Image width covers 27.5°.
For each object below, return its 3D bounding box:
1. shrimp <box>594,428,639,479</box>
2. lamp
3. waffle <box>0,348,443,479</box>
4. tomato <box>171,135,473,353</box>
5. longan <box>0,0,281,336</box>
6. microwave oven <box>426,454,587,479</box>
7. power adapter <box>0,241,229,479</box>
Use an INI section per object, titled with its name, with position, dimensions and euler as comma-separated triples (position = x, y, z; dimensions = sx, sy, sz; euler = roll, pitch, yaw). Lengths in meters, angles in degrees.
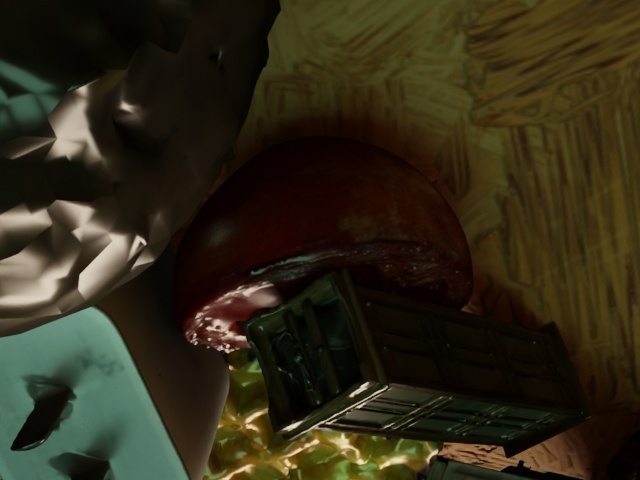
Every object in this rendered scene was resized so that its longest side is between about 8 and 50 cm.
[shrimp]
position = 0.324, 0.214, 1.154
dimensions = 0.148, 0.035, 0.195
euler = 16, 138, -1
[lamp]
position = 0.083, 0.098, 0.961
dimensions = 0.090, 0.089, 0.325
euler = -31, 153, 27
[waffle]
position = -0.090, 0.217, 1.173
dimensions = 0.382, 0.095, 0.379
euler = 16, 124, -8
[tomato]
position = 0.000, 0.000, 0.967
dimensions = 0.200, 0.139, 0.233
euler = -22, 157, 22
[longan]
position = -0.206, -0.131, 0.738
dimensions = 0.391, 0.391, 0.391
euler = 3, 128, 4
[microwave oven]
position = 0.238, 0.310, 1.086
dimensions = 0.295, 0.181, 0.237
euler = 32, 162, -31
[power adapter]
position = -0.158, 0.108, 0.907
dimensions = 0.124, 0.255, 0.187
euler = -20, 107, 11
